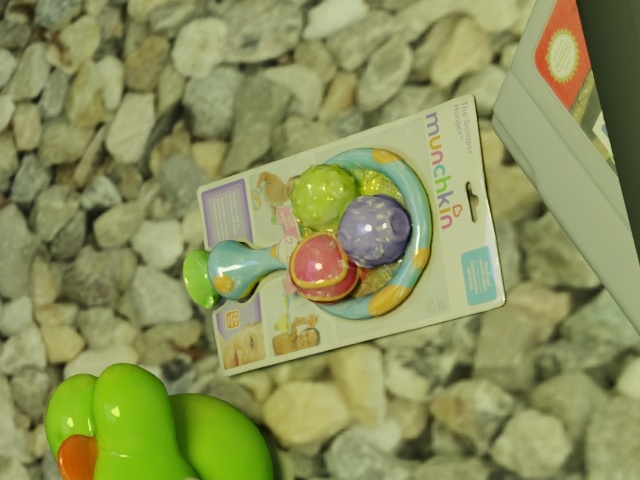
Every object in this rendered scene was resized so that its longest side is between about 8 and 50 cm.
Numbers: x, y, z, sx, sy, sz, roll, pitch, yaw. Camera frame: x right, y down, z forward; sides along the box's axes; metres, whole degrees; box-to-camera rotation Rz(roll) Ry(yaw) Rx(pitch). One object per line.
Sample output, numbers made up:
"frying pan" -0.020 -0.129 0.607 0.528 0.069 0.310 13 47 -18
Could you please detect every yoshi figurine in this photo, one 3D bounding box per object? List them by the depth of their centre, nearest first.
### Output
"yoshi figurine" -0.070 0.249 1.105 0.203 0.203 0.362 165 91 -81

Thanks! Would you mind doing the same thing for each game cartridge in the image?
"game cartridge" 0.188 -0.088 0.868 0.196 0.060 0.294 54 147 28

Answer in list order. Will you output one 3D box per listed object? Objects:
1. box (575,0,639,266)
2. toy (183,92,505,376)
"box" 0.255 -0.101 0.599 0.312 0.179 0.343 -10 58 3
"toy" 0.000 0.000 1.110 0.237 0.056 0.137 -18 75 40
